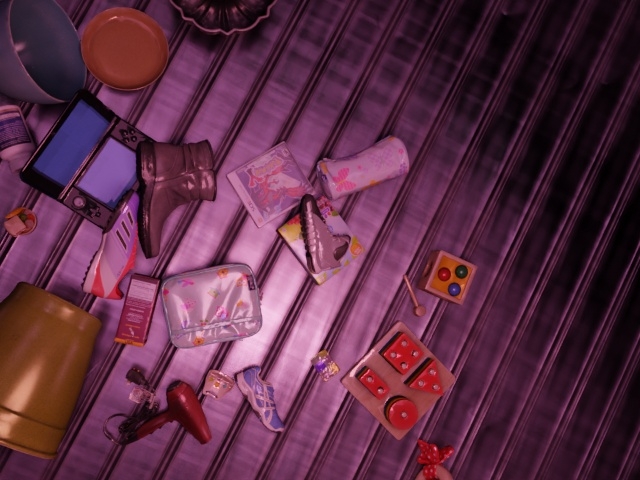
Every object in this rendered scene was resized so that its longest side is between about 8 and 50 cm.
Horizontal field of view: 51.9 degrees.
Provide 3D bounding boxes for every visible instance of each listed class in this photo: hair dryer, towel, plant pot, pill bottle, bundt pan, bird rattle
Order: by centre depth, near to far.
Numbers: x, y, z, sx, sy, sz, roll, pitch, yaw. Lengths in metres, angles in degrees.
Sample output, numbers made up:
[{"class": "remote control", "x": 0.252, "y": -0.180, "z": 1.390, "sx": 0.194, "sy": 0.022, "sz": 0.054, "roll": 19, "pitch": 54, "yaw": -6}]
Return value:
[{"class": "plant pot", "x": -0.748, "y": 0.307, "z": 1.668, "sx": 0.366, "sy": 0.366, "sz": 0.353, "roll": 28, "pitch": 72, "yaw": -8}, {"class": "plant pot", "x": -0.784, "y": -0.486, "z": 1.719, "sx": 0.195, "sy": 0.290, "sz": 0.290, "roll": -10, "pitch": 90, "yaw": 16}, {"class": "pill bottle", "x": -0.829, "y": -0.271, "z": 1.773, "sx": 0.094, "sy": 0.094, "sz": 0.169, "roll": -21, "pitch": 92, "yaw": -10}, {"class": "hair dryer", "x": -0.437, "y": 0.492, "z": 1.845, "sx": 0.294, "sy": 0.080, "sz": 0.223, "roll": 22, "pitch": 101, "yaw": -3}, {"class": "plant pot", "x": -0.550, "y": -0.536, "z": 1.854, "sx": 0.236, "sy": 0.032, "sz": 0.236, "roll": 1, "pitch": 86, "yaw": -16}, {"class": "bundt pan", "x": -0.280, "y": -0.728, "z": 1.869, "sx": 0.331, "sy": 0.124, "sz": 0.330, "roll": 0, "pitch": 87, "yaw": -10}, {"class": "bird rattle", "x": 0.323, "y": 0.716, "z": 1.903, "sx": 0.143, "sy": 0.207, "sz": 0.253, "roll": 39, "pitch": 91, "yaw": -25}, {"class": "towel", "x": 0.014, "y": 0.371, "z": 1.945, "sx": 0.060, "sy": 0.009, "sz": 0.083, "roll": -35, "pitch": 95, "yaw": -8}]

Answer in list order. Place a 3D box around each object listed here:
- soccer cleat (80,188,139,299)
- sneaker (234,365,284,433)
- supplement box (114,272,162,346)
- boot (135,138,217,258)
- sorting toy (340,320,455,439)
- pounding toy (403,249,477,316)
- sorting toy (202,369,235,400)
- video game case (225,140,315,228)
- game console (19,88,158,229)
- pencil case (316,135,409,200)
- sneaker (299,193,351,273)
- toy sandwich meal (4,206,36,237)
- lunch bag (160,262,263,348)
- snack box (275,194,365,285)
[{"class": "soccer cleat", "x": -0.544, "y": 0.014, "z": 1.792, "sx": 0.116, "sy": 0.108, "sz": 0.318, "roll": 23, "pitch": 101, "yaw": -14}, {"class": "sneaker", "x": -0.160, "y": 0.456, "z": 1.877, "sx": 0.081, "sy": 0.080, "sz": 0.211, "roll": -33, "pitch": 95, "yaw": -6}, {"class": "supplement box", "x": -0.501, "y": 0.189, "z": 1.812, "sx": 0.081, "sy": 0.104, "sz": 0.188, "roll": 14, "pitch": 86, "yaw": -10}, {"class": "boot", "x": -0.395, "y": -0.114, "z": 1.837, "sx": 0.223, "sy": 0.118, "sz": 0.338, "roll": -2, "pitch": 104, "yaw": -26}, {"class": "sorting toy", "x": 0.241, "y": 0.418, "z": 1.944, "sx": 0.257, "sy": 0.089, "sz": 0.255, "roll": -45, "pitch": 96, "yaw": -9}, {"class": "pounding toy", "x": 0.342, "y": 0.136, "z": 1.968, "sx": 0.181, "sy": 0.094, "sz": 0.206, "roll": 24, "pitch": 84, "yaw": -9}, {"class": "sorting toy", "x": -0.297, "y": 0.416, "z": 1.876, "sx": 0.083, "sy": 0.045, "sz": 0.075, "roll": 31, "pitch": 91, "yaw": -8}, {"class": "video game case", "x": -0.144, "y": -0.164, "z": 1.927, "sx": 0.201, "sy": 0.023, "sz": 0.183, "roll": -32, "pitch": 94, "yaw": -10}, {"class": "game console", "x": -0.604, "y": -0.209, "z": 1.772, "sx": 0.250, "sy": 0.173, "sz": 0.293, "roll": 33, "pitch": 84, "yaw": -7}, {"class": "pencil case", "x": 0.124, "y": -0.213, "z": 1.931, "sx": 0.273, "sy": 0.113, "sz": 0.124, "roll": -20, "pitch": 78, "yaw": -10}, {"class": "sneaker", "x": 0.018, "y": -0.026, "z": 1.857, "sx": 0.132, "sy": 0.086, "sz": 0.228, "roll": -9, "pitch": 100, "yaw": -15}, {"class": "toy sandwich meal", "x": -0.824, "y": -0.052, "z": 1.800, "sx": 0.086, "sy": 0.029, "sz": 0.085, "roll": 0, "pitch": 88, "yaw": -10}, {"class": "lunch bag", "x": -0.298, "y": 0.185, "z": 1.846, "sx": 0.279, "sy": 0.108, "sz": 0.224, "roll": -10, "pitch": 90, "yaw": -10}, {"class": "snack box", "x": 0.000, "y": 0.000, "z": 1.924, "sx": 0.174, "sy": 0.070, "sz": 0.207, "roll": -38, "pitch": 96, "yaw": -9}]
